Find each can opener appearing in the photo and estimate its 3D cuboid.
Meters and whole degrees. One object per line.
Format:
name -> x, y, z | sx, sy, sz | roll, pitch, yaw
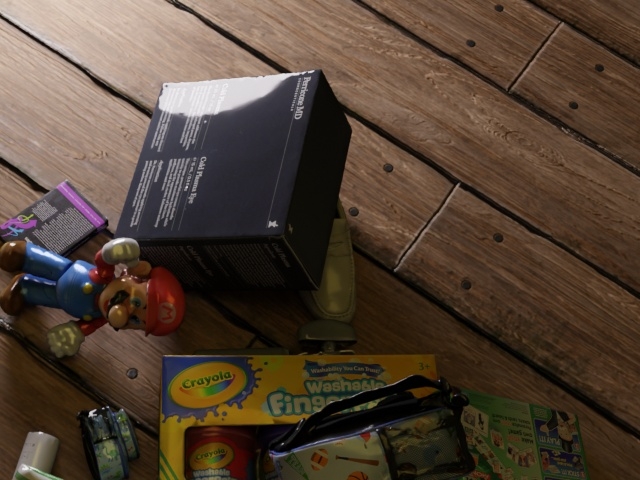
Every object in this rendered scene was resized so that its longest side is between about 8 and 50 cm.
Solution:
can opener -> -0.078, 0.188, 1.809 | 0.284, 0.076, 0.095 | -1, 63, -8

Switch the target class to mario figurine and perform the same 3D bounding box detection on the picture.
mario figurine -> -0.376, 0.092, 1.732 | 0.321, 0.198, 0.170 | 9, 62, 11

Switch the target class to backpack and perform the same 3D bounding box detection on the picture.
backpack -> -0.330, 0.324, 1.680 | 0.084, 0.105, 0.114 | -14, 70, -15
backpack -> 0.066, 0.316, 1.489 | 0.264, 0.276, 0.213 | -8, 78, -9

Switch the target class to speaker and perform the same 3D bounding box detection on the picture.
speaker -> -0.452, 0.371, 1.663 | 0.055, 0.055, 0.136 | 13, 60, -2

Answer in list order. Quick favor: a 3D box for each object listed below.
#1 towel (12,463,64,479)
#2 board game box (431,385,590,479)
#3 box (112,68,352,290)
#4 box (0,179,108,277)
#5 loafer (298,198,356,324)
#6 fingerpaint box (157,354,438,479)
towel -> -0.379, 0.507, 1.520 | 0.248, 0.038, 0.324 | 21, 95, 3
board game box -> 0.316, 0.361, 1.706 | 0.317, 0.046, 0.213 | 18, 56, -36
box -> -0.141, -0.098, 1.830 | 0.313, 0.179, 0.343 | -1, 58, 23
box -> -0.475, -0.022, 1.888 | 0.116, 0.029, 0.162 | 43, 63, 15
loafer -> 0.000, 0.000, 1.903 | 0.112, 0.111, 0.319 | -9, 63, -14
fingerpaint box -> -0.030, 0.374, 1.665 | 0.445, 0.163, 0.371 | 1, 62, -9
